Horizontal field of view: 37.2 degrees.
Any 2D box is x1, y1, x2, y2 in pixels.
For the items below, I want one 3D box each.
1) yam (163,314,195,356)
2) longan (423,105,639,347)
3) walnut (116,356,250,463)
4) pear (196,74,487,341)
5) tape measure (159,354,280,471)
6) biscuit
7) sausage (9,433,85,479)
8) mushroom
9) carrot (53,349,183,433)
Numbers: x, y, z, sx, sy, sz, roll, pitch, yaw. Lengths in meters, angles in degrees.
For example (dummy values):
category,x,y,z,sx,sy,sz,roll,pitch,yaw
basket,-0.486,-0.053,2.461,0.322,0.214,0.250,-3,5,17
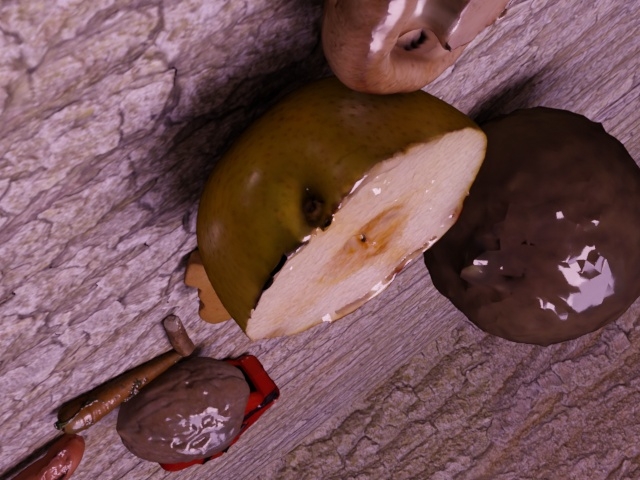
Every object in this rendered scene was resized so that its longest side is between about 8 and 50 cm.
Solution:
category,x,y,z,sx,sy,sz,roll,pitch,yaw
yam,-0.214,0.147,1.440,0.032,0.032,0.145,-34,162,-12
longan,0.357,-0.023,1.556,0.391,0.391,0.391,-34,163,-12
walnut,-0.226,0.281,1.546,0.230,0.178,0.178,-10,149,-37
pear,0.004,-0.059,1.069,0.340,0.191,0.386,-42,164,5
tape measure,-0.216,0.331,1.773,0.253,0.114,0.260,-47,161,25
biscuit,-0.065,0.038,1.283,0.238,0.041,0.212,-1,134,-22
sausage,-0.492,0.407,1.474,0.304,0.078,0.078,-33,162,-17
mushroom,0.107,-0.250,0.868,0.278,0.146,0.278,-41,158,-20
carrot,-0.296,0.222,1.459,0.254,0.049,0.049,-32,163,-36
